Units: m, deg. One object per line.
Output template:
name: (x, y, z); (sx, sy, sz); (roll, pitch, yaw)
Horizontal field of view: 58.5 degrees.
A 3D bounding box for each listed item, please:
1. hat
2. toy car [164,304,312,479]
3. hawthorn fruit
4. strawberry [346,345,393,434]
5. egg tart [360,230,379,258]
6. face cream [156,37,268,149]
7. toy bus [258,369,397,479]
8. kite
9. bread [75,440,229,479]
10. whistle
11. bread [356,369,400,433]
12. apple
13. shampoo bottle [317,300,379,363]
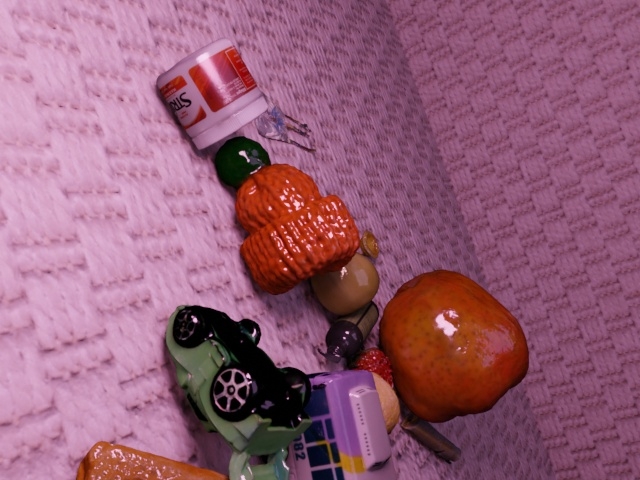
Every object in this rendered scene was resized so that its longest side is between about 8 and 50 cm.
hat: (-0.081, -0.087, 1.387); (0.285, 0.285, 0.401); (-1, 67, -60)
toy car: (-0.159, 0.274, 1.062); (0.358, 0.176, 0.213); (41, 7, 29)
hawthorn fruit: (0.398, 0.310, 1.778); (0.471, 0.471, 0.472); (38, 41, -43)
strawberry: (0.163, 0.416, 1.636); (0.188, 0.106, 0.286); (-12, 83, -60)
egg tart: (0.165, 0.017, 1.973); (0.105, 0.039, 0.105); (39, 40, -43)
face cream: (-0.250, -0.341, 1.331); (0.187, 0.200, 0.201); (59, 30, -17)
toy bus: (0.030, 0.489, 1.208); (0.209, 0.249, 0.441); (13, 60, -57)
kite: (-0.112, -0.349, 1.772); (0.309, 0.015, 0.170); (23, 52, -50)
bread: (-0.248, 0.412, 0.892); (0.270, 0.077, 0.139); (29, 27, -31)
whistle: (0.362, 0.644, 1.870); (0.068, 0.057, 0.326); (-50, 124, -10)
bread: (0.102, 0.432, 1.458); (0.170, 0.197, 0.197); (-23, 92, -49)
apple: (0.064, 0.113, 1.589); (0.200, 0.199, 0.200); (38, 41, -43)
shampoo bottle: (0.080, 0.258, 1.603); (0.101, 0.101, 0.284); (64, 29, -9)
